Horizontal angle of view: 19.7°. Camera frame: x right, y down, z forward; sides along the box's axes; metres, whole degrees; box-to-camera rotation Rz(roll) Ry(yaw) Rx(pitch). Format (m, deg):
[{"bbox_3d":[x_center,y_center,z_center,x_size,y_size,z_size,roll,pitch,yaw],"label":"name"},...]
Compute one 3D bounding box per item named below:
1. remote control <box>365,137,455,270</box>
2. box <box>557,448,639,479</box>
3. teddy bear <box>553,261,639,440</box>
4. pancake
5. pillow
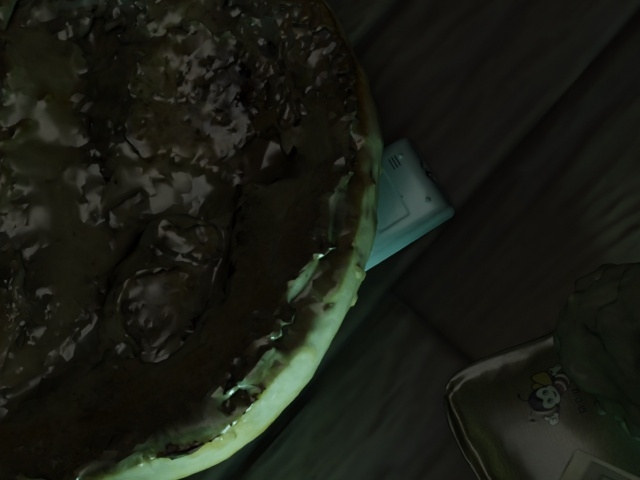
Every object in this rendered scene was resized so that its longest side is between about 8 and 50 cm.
[{"bbox_3d":[0.000,0.000,1.139,0.162,0.029,0.061,-33,75,4],"label":"remote control"},{"bbox_3d":[0.166,0.242,0.946,0.164,0.256,0.069,24,45,16],"label":"box"},{"bbox_3d":[0.360,0.050,0.963,0.367,0.224,0.357,-38,70,-13],"label":"teddy bear"},{"bbox_3d":[-0.135,-0.021,1.133,0.387,0.082,0.386,-7,65,16],"label":"pancake"},{"bbox_3d":[0.162,0.156,1.068,0.130,0.033,0.217,-21,74,4],"label":"pillow"}]
